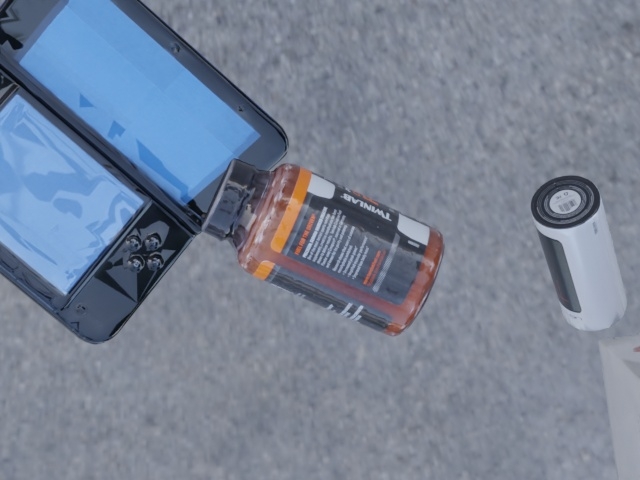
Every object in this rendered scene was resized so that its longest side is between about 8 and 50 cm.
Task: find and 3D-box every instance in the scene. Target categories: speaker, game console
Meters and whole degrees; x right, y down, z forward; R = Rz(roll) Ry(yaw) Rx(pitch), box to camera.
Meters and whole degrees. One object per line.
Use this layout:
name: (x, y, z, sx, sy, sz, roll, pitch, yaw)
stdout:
speaker: (0.205, 0.012, 1.097, 0.055, 0.055, 0.136, -20, 137, 6)
game console: (-0.227, -0.083, 1.316, 0.293, 0.173, 0.250, 41, 71, -11)

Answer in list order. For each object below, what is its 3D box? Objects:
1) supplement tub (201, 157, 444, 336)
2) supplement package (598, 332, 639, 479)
supplement tub: (0.000, 0.000, 1.204, 0.198, 0.106, 0.106, 24, 117, -8)
supplement package: (0.320, 0.159, 1.039, 0.178, 0.293, 0.175, -10, 91, 4)
